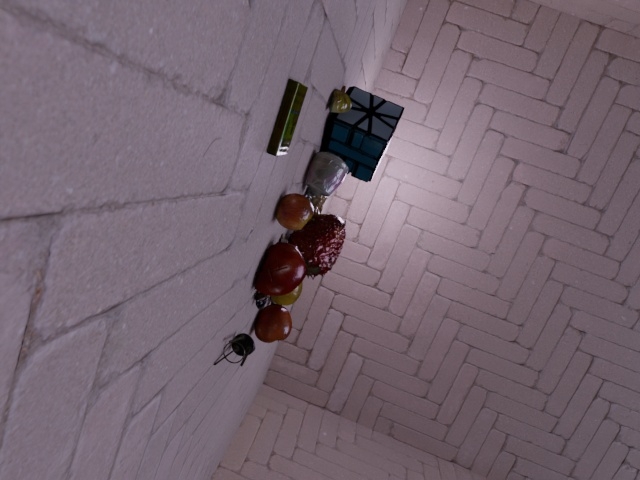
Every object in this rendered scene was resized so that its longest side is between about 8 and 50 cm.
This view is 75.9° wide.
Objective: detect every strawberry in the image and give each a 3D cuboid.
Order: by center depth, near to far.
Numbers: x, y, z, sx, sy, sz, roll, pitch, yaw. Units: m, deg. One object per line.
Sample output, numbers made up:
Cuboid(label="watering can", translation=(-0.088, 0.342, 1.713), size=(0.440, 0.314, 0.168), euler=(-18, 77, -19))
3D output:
Cuboid(label="strawberry", translation=(0.001, 0.001, 1.999), size=(0.343, 0.292, 0.292), euler=(-49, 172, -12))

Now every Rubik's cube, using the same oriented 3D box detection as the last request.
Cuboid(label="Rubik's cube", translation=(0.187, -0.494, 1.919), size=(0.283, 0.289, 0.293), euler=(111, 3, -55))

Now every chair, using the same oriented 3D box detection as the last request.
Cuboid(label="chair", translation=(-0.312, 0.407, 1.547), size=(0.221, 0.104, 0.095), euler=(37, 58, -83))

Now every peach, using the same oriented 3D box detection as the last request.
Cuboid(label="peach", translation=(-0.170, 0.115, 1.622), size=(0.195, 0.226, 0.189), euler=(67, -6, -34))

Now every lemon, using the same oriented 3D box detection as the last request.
Cuboid(label="lemon", translation=(-0.165, 0.215, 1.953), size=(0.170, 0.170, 0.207), euler=(-61, 168, -62))

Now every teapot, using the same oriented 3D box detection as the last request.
Cuboid(label="teapot", translation=(0.000, -0.289, 1.828), size=(0.163, 0.222, 0.178), euler=(34, 80, -41))

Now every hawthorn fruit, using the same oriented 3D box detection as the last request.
Cuboid(label="hawthorn fruit", translation=(-0.236, 0.390, 2.038), size=(0.196, 0.197, 0.225), euler=(50, 37, -86))

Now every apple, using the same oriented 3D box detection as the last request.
Cuboid(label="apple", translation=(-0.091, -0.103, 1.498), size=(0.146, 0.147, 0.146), euler=(21, 90, -86))

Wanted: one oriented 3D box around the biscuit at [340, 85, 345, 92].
Cuboid(label="biscuit", translation=(0.097, -0.660, 1.879), size=(0.091, 0.015, 0.078), euler=(104, 8, -62))

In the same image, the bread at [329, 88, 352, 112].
Cuboid(label="bread", translation=(0.085, -0.567, 1.690), size=(0.157, 0.095, 0.082), euler=(-48, 165, -56))

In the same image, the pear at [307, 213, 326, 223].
Cuboid(label="pear", translation=(-0.007, 0.004, 2.344), size=(0.252, 0.253, 0.306), euler=(-64, 172, -51))

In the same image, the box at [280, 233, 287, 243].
Cuboid(label="box", translation=(-0.171, 0.103, 1.804), size=(0.129, 0.033, 0.246), euler=(99, -1, -73))

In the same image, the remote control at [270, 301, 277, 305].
Cuboid(label="remote control", translation=(-0.233, 0.281, 2.209), size=(0.090, 0.049, 0.230), euler=(-61, 171, -68))

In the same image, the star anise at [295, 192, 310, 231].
Cuboid(label="star anise", translation=(-0.091, -0.124, 1.847), size=(0.180, 0.061, 0.204), euler=(79, 26, -60))

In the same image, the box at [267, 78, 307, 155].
Cuboid(label="box", translation=(-0.086, -0.323, 1.094), size=(0.121, 0.030, 0.192), euler=(-55, 167, -73))

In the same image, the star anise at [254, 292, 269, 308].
Cuboid(label="star anise", translation=(-0.237, 0.217, 1.749), size=(0.168, 0.058, 0.167), euler=(22, 90, -87))

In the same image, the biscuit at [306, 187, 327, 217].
Cuboid(label="biscuit", translation=(-0.020, -0.228, 2.070), size=(0.213, 0.091, 0.273), euler=(100, 11, -59))
